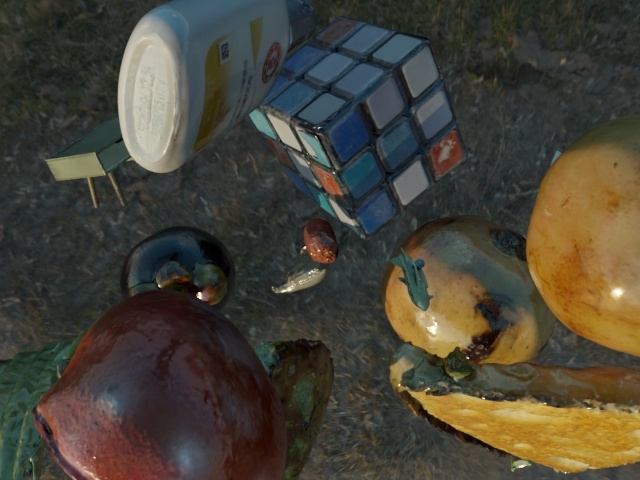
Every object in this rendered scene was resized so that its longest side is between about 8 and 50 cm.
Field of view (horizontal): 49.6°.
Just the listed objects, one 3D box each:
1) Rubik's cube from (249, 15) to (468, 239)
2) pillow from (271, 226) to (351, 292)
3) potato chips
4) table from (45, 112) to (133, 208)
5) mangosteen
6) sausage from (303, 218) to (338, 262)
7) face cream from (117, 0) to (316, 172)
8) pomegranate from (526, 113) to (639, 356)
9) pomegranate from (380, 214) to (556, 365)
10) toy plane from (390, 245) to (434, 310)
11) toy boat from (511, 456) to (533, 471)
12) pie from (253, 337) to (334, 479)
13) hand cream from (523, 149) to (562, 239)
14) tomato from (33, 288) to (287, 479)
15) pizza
[{"bbox_3d":[0.083,-0.274,1.660,0.362,0.359,0.363,-44,40,-11],"label":"Rubik's cube"},{"bbox_3d":[-0.010,0.054,1.691,0.169,0.255,0.059,-22,105,27],"label":"pillow"},{"bbox_3d":[-0.518,0.305,1.108,0.373,0.097,0.389,-10,44,26],"label":"potato chips"},{"bbox_3d":[-0.325,-0.152,1.191,0.122,0.111,0.240,-2,32,33],"label":"table"},{"bbox_3d":[-0.330,0.104,1.622,0.275,0.302,0.275,-4,106,-14],"label":"mangosteen"},{"bbox_3d":[0.000,0.000,1.512,0.076,0.141,0.076,-3,117,-6],"label":"sausage"},{"bbox_3d":[-0.081,-0.173,0.646,0.071,0.291,0.144,23,124,9],"label":"face cream"},{"bbox_3d":[0.326,-0.010,0.713,0.229,0.270,0.252,-2,110,-24],"label":"pomegranate"},{"bbox_3d":[0.274,0.102,1.268,0.322,0.322,0.322,-2,76,8],"label":"pomegranate"},{"bbox_3d":[0.116,0.047,0.853,0.033,0.080,0.083,-22,75,-13],"label":"toy plane"},{"bbox_3d":[0.466,0.400,1.422,0.093,0.293,0.055,-37,69,36],"label":"toy boat"},{"bbox_3d":[-0.086,0.339,1.269,0.103,0.288,0.354,15,68,32],"label":"pie"},{"bbox_3d":[0.475,-0.047,1.407,0.083,0.248,0.133,-4,37,-30],"label":"hand cream"},{"bbox_3d":[-0.143,0.170,0.793,0.290,0.335,0.176,34,92,-6],"label":"tomato"},{"bbox_3d":[0.258,0.216,0.904,0.392,0.435,0.080,16,62,-10],"label":"pizza"}]
